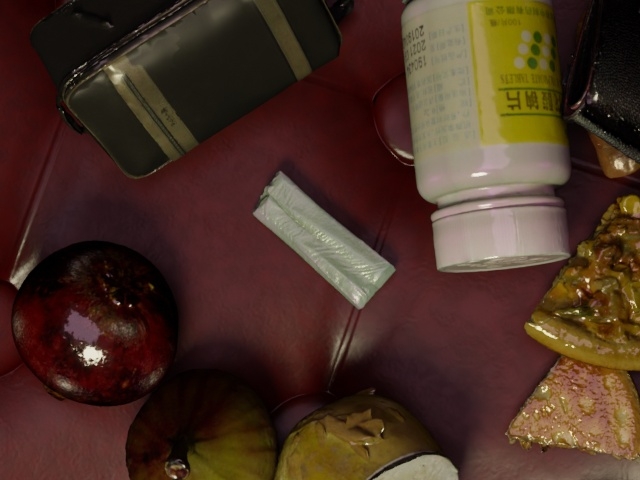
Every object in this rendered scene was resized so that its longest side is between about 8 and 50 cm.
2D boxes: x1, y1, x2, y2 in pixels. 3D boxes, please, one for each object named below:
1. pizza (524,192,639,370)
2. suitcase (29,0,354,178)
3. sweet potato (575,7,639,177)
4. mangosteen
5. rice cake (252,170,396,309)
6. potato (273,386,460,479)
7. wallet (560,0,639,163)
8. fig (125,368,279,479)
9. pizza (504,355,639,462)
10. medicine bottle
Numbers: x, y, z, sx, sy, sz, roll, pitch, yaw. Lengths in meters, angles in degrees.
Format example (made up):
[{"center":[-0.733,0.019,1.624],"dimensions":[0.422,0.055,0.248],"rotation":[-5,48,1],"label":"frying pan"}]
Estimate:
[{"center":[0.450,0.098,1.858],"dimensions":[0.268,0.087,0.258],"rotation":[36,76,5],"label":"pizza"},{"center":[-0.167,-0.278,1.873],"dimensions":[0.434,0.283,0.194],"rotation":[-32,60,1],"label":"suitcase"},{"center":[0.406,-0.208,1.921],"dimensions":[0.097,0.097,0.251],"rotation":[-13,78,3],"label":"sweet potato"},{"center":[-0.318,0.134,1.890],"dimensions":[0.235,0.235,0.261],"rotation":[43,132,8],"label":"mangosteen"},{"center":[0.000,-0.001,1.946],"dimensions":[0.222,0.042,0.080],"rotation":[41,92,7],"label":"rice cake"},{"center":[0.027,0.338,1.830],"dimensions":[0.299,0.246,0.196],"rotation":[-51,46,10],"label":"potato"},{"center":[0.445,-0.222,1.852],"dimensions":[0.221,0.071,0.262],"rotation":[27,60,-18],"label":"wallet"},{"center":[-0.157,0.275,1.785],"dimensions":[0.217,0.321,0.217],"rotation":[0,83,-1],"label":"fig"},{"center":[0.343,0.227,1.887],"dimensions":[0.193,0.053,0.201],"rotation":[-14,77,3],"label":"pizza"},{"center":[0.229,-0.155,1.861],"dimensions":[0.213,0.213,0.378],"rotation":[-6,84,4],"label":"medicine bottle"}]
